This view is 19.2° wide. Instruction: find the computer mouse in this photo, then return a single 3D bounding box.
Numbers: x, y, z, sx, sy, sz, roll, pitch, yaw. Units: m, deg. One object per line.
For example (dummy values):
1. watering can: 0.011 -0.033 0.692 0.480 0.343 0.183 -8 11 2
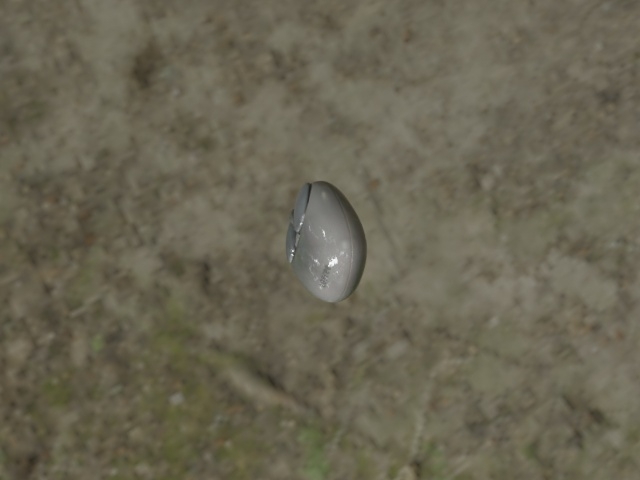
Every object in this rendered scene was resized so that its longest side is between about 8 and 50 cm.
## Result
1. computer mouse: -0.002 0.000 1.279 0.096 0.039 0.066 60 141 45
